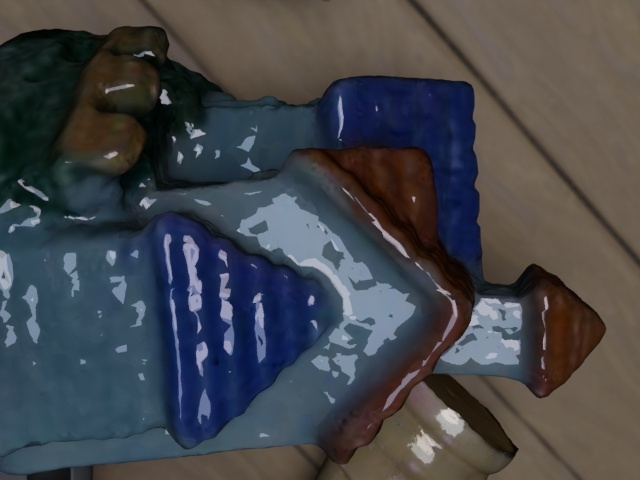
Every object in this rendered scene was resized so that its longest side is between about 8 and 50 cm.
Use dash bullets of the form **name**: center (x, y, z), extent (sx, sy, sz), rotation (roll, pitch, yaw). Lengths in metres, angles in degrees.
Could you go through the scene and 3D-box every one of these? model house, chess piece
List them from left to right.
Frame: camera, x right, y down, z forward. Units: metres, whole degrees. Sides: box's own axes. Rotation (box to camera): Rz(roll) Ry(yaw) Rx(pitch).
- **chess piece**: center (-0.033, 0.254, 0.767), extent (0.117, 0.117, 0.397), rotation (41, 98, -6)
- **model house**: center (0.000, 0.000, 0.600), extent (0.329, 0.295, 0.252), rotation (1, 93, 10)

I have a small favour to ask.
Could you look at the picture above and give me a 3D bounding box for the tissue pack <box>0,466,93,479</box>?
- **tissue pack**: center (-0.263, 0.096, 0.661), extent (0.236, 0.229, 0.333), rotation (4, 100, 25)
